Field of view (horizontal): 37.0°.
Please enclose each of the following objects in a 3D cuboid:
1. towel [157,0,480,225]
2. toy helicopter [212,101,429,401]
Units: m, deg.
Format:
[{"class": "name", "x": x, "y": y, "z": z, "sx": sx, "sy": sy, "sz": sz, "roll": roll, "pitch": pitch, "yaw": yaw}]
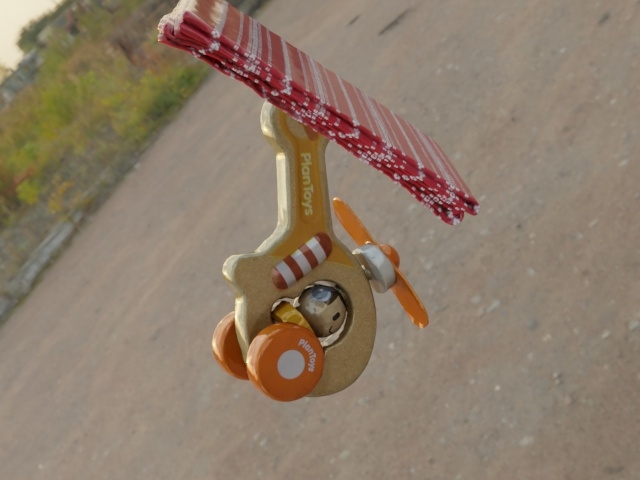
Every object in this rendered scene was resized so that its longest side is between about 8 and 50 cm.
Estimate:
[{"class": "towel", "x": -0.003, "y": -0.118, "z": 0.780, "sx": 0.031, "sy": 0.274, "sz": 0.199, "roll": -54, "pitch": 16, "yaw": 16}, {"class": "toy helicopter", "x": 0.000, "y": 0.000, "z": 1.086, "sx": 0.234, "sy": 0.355, "sz": 0.140, "roll": -6, "pitch": 7, "yaw": -25}]
